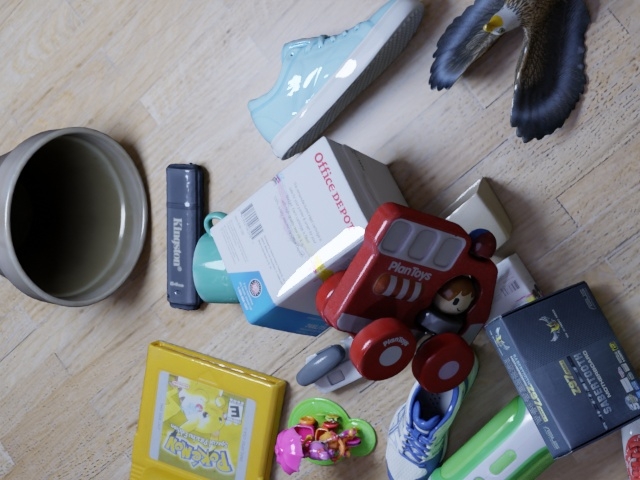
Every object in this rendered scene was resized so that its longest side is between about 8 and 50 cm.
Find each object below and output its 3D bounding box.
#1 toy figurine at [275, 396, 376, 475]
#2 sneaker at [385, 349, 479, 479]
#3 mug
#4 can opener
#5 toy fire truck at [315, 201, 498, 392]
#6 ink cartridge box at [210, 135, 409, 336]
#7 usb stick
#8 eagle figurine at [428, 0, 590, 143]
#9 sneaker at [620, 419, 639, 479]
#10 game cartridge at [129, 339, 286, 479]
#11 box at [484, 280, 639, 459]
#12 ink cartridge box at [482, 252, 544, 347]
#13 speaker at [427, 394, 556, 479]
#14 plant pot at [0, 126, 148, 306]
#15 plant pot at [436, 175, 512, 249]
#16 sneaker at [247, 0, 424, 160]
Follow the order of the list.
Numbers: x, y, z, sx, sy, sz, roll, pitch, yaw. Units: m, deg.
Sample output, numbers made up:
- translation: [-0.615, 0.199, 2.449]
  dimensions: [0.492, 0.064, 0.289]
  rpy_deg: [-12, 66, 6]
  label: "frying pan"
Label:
- translation: [-0.008, 0.365, 1.901]
  dimensions: [0.173, 0.159, 0.130]
  rpy_deg: [7, 101, 21]
  label: "toy figurine"
- translation: [0.171, 0.311, 1.834]
  dimensions: [0.112, 0.131, 0.296]
  rpy_deg: [23, 108, 16]
  label: "sneaker"
- translation: [-0.160, 0.041, 1.918]
  dimensions: [0.097, 0.129, 0.157]
  rpy_deg: [0, 142, 21]
  label: "mug"
- translation: [0.086, 0.193, 1.868]
  dimensions: [0.283, 0.095, 0.076]
  rpy_deg: [-28, 88, 24]
  label: "can opener"
- translation: [0.157, 0.081, 1.660]
  dimensions: [0.253, 0.302, 0.169]
  rpy_deg: [-59, 38, 20]
  label: "toy fire truck"
- translation: [0.000, 0.000, 1.789]
  dimensions: [0.270, 0.197, 0.198]
  rpy_deg: [-37, 60, 23]
  label: "ink cartridge box"
- translation: [-0.254, -0.008, 2.005]
  dimensions: [0.077, 0.045, 0.277]
  rpy_deg: [5, 101, 21]
  label: "usb stick"
- translation: [0.313, -0.336, 1.666]
  dimensions: [0.298, 0.225, 0.226]
  rpy_deg: [104, 157, -45]
  label: "eagle figurine"
- translation: [0.525, 0.382, 1.689]
  dimensions: [0.090, 0.145, 0.270]
  rpy_deg: [-10, 94, 24]
  label: "sneaker"
- translation: [-0.224, 0.381, 2.053]
  dimensions: [0.285, 0.053, 0.323]
  rpy_deg: [15, 103, 20]
  label: "game cartridge"
- translation: [0.387, 0.198, 1.667]
  dimensions: [0.232, 0.183, 0.059]
  rpy_deg: [64, 153, 15]
  label: "box"
- translation: [0.324, 0.125, 1.776]
  dimensions: [0.104, 0.061, 0.181]
  rpy_deg: [-34, 84, 25]
  label: "ink cartridge box"
- translation: [0.305, 0.361, 1.787]
  dimensions: [0.131, 0.131, 0.296]
  rpy_deg: [46, 112, 10]
  label: "speaker"
- translation: [-0.532, -0.044, 1.999]
  dimensions: [0.280, 0.323, 0.323]
  rpy_deg: [1, 99, 39]
  label: "plant pot"
- translation: [0.255, -0.024, 1.764]
  dimensions: [0.096, 0.109, 0.109]
  rpy_deg: [46, 112, -3]
  label: "plant pot"
- translation: [0.008, -0.302, 1.801]
  dimensions: [0.366, 0.135, 0.150]
  rpy_deg: [-43, 84, 22]
  label: "sneaker"
